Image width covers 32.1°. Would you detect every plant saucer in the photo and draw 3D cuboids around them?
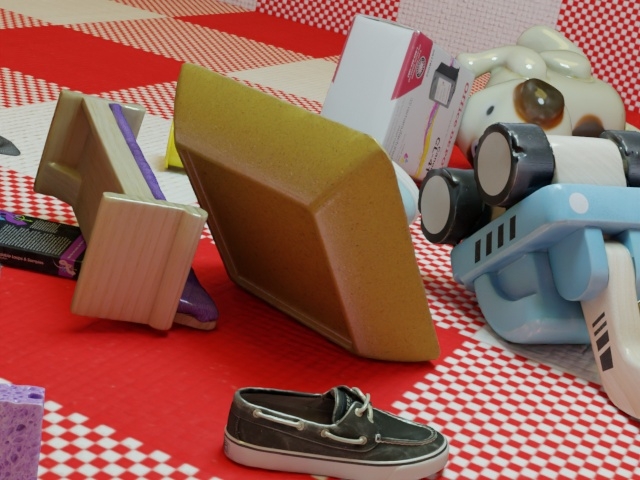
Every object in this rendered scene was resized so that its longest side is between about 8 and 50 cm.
[{"bbox_3d":[-0.035,-0.012,1.278,0.333,0.333,0.081,27,59,39],"label":"plant saucer"}]

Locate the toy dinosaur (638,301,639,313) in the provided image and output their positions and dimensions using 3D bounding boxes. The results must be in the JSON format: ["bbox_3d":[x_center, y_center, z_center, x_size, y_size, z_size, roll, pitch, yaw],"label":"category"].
[{"bbox_3d":[0.459,0.097,1.526,0.211,0.064,0.112,4,22,-20],"label":"toy dinosaur"}]

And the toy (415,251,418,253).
[{"bbox_3d":[0.000,0.000,1.543,0.237,0.056,0.137,15,8,-19],"label":"toy"}]

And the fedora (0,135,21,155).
[{"bbox_3d":[-0.505,-0.079,1.391,0.243,0.124,0.275,3,12,-28],"label":"fedora"}]

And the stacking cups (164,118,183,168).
[{"bbox_3d":[-0.094,-0.136,1.836,0.316,0.096,0.096,11,19,-3],"label":"stacking cups"}]

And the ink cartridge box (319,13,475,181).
[{"bbox_3d":[0.133,-0.229,1.899,0.131,0.226,0.306,19,3,27],"label":"ink cartridge box"}]

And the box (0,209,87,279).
[{"bbox_3d":[-0.361,0.003,1.387,0.162,0.029,0.116,13,19,1],"label":"box"}]

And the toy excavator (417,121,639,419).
[{"bbox_3d":[0.333,0.065,1.352,0.222,0.445,0.433,1,-20,-25],"label":"toy excavator"}]

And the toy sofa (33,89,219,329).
[{"bbox_3d":[-0.225,-0.044,1.348,0.177,0.150,0.362,10,22,-25],"label":"toy sofa"}]

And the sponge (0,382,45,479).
[{"bbox_3d":[-0.318,0.156,0.837,0.210,0.117,0.031,7,21,-10],"label":"sponge"}]

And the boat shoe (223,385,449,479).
[{"bbox_3d":[0.021,0.176,1.040,0.219,0.070,0.078,6,20,-15],"label":"boat shoe"}]

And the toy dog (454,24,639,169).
[{"bbox_3d":[0.403,-0.206,2.125,0.395,0.284,0.408,38,29,18],"label":"toy dog"}]

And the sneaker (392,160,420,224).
[{"bbox_3d":[-0.014,-0.072,1.693,0.319,0.127,0.208,27,40,7],"label":"sneaker"}]
